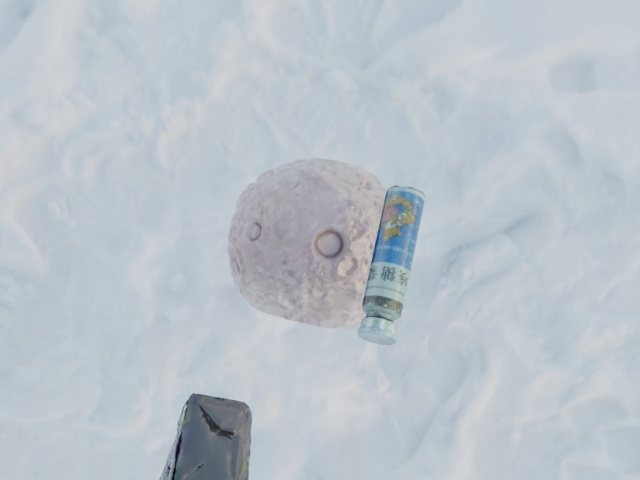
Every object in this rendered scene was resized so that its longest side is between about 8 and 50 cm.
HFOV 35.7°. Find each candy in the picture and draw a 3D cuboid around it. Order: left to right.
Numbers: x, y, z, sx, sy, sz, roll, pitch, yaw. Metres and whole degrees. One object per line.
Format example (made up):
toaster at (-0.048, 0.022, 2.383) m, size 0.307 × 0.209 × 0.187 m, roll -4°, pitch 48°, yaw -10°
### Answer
candy at (-0.110, 0.239, 0.768) m, size 0.061 × 0.312 × 0.088 m, roll 10°, pitch 45°, yaw -10°

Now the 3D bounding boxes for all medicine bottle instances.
medicine bottle at (0.086, 0.028, 1.195) m, size 0.051 × 0.051 × 0.191 m, roll 10°, pitch 71°, yaw 6°

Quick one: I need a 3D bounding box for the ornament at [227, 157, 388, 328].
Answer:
ornament at (0.000, 0.000, 1.389) m, size 0.260 × 0.259 × 0.225 m, roll 11°, pitch 92°, yaw 6°
